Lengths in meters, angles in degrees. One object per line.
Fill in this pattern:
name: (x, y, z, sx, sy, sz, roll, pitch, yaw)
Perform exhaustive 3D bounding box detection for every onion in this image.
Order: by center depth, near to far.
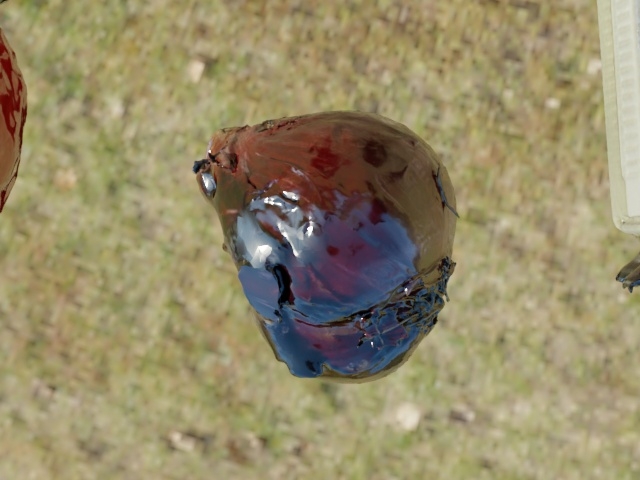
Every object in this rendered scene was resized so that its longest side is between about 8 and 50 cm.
onion: (0.018, 0.008, 1.740, 0.281, 0.221, 0.281, 20, 135, 21)

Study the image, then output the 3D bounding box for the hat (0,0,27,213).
hat: (-0.224, -0.117, 0.734, 0.274, 0.332, 0.242, -31, 139, -3)

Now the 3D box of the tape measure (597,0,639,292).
tape measure: (0.295, -0.106, 1.185, 0.231, 0.271, 0.133, -2, 178, -6)
